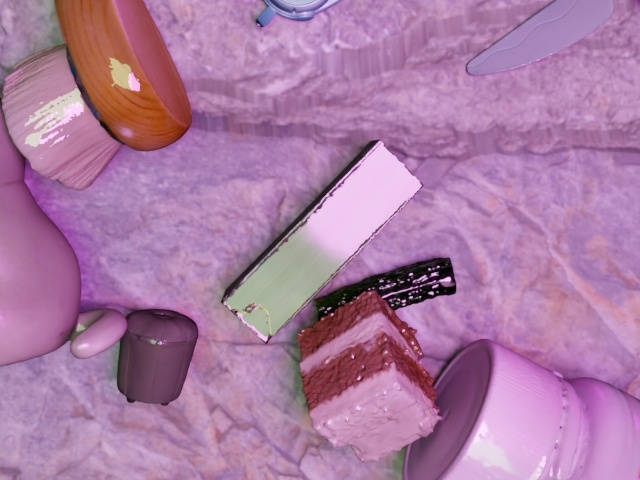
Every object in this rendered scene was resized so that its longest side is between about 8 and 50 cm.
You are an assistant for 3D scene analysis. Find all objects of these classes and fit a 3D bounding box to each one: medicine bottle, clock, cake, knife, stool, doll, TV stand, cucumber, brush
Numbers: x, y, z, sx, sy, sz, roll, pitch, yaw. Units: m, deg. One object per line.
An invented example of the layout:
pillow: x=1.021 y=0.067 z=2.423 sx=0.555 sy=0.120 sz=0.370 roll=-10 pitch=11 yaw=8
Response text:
medicine bottle: x=0.286 y=0.281 z=0.853 sx=0.324 sy=0.256 sz=0.256 roll=31 pitch=95 yaw=-4
clock: x=-0.031 y=-0.319 z=0.873 sx=0.147 sy=0.045 sz=0.108 roll=-36 pitch=96 yaw=2
cake: x=0.060 y=0.165 z=0.857 sx=0.134 sy=0.147 sz=0.135 roll=-35 pitch=129 yaw=12
knife: x=0.329 y=-0.297 z=0.884 sx=0.331 sy=0.044 sz=0.080 roll=-40 pitch=64 yaw=5
stool: x=-0.204 y=0.144 z=0.895 sx=0.096 sy=0.096 sz=0.110 roll=12 pitch=100 yaw=-4
doll: x=-0.403 y=-0.008 z=0.811 sx=0.226 sy=0.215 sz=0.371 roll=-28 pitch=99 yaw=-15
TV stand: x=0.000 y=0.000 z=0.889 sx=0.269 sy=0.088 sz=0.083 roll=-45 pitch=98 yaw=3
cucumber: x=0.083 y=0.069 z=0.919 sx=0.187 sy=0.058 sz=0.058 roll=-20 pitch=97 yaw=-1
brush: x=-0.270 y=-0.208 z=0.823 sx=0.166 sy=0.174 sz=0.267 roll=-21 pitch=85 yaw=9
